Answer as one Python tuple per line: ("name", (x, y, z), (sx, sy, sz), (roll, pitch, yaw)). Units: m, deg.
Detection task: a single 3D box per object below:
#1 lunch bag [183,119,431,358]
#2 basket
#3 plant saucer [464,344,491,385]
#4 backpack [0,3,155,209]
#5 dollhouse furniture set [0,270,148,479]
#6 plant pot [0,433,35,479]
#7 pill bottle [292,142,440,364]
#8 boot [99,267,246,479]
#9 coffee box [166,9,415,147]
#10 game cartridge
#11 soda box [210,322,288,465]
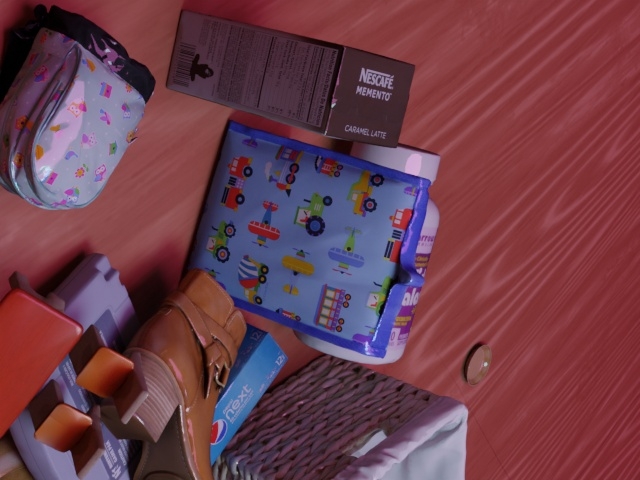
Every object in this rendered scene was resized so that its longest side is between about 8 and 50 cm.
("lunch bag", (0.000, 0.000, 1.302), (0.138, 0.293, 0.221), (10, 99, -53))
("basket", (0.016, 0.385, 1.530), (0.328, 0.266, 0.331), (-27, 127, -43))
("plant saucer", (0.299, 0.237, 2.035), (0.083, 0.015, 0.083), (-25, 125, -44))
("backpack", (-0.255, -0.121, 1.056), (0.152, 0.115, 0.182), (39, 76, -44))
("dollhouse furniture set", (-0.331, 0.160, 1.006), (0.262, 0.135, 0.259), (34, 99, -27))
("plant pot", (-0.355, 0.334, 1.226), (0.236, 0.032, 0.236), (-25, 124, -43))
("pill bottle", (0.073, 0.009, 1.506), (0.169, 0.169, 0.301), (2, 105, -52))
("boot", (-0.155, 0.193, 1.291), (0.220, 0.109, 0.283), (-63, 141, -39))
("coffee box", (-0.036, -0.185, 1.208), (0.141, 0.246, 0.098), (1, 106, -53))
("game cartridge", (-0.265, 0.185, 1.219), (0.196, 0.060, 0.294), (-58, 145, -44))
("soda box", (-0.137, 0.211, 1.416), (0.210, 0.067, 0.071), (-54, 141, -21))
